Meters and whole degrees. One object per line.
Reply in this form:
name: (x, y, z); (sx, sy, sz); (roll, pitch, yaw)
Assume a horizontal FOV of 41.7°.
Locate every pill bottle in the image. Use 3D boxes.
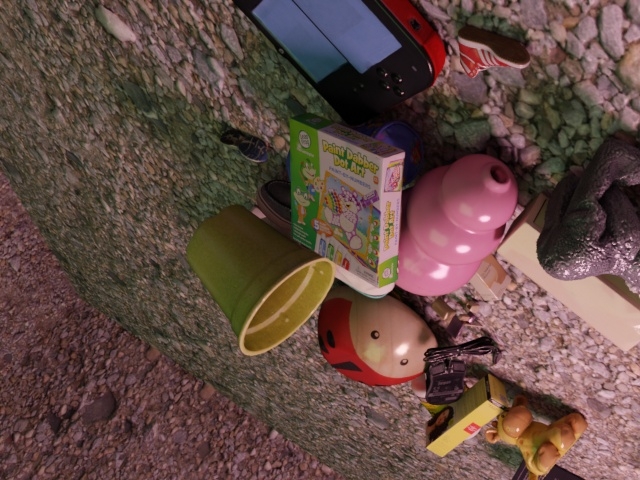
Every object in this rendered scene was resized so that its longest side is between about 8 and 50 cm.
pill bottle: (0.330, 0.413, 2.155); (0.117, 0.117, 0.215); (3, 137, 52)

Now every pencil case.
pencil case: (0.052, -0.147, 1.579); (0.119, 0.133, 0.306); (45, 154, -26)

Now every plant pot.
plant pot: (-0.150, 0.065, 1.844); (0.254, 0.276, 0.276); (43, 158, 22)

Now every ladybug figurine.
ladybug figurine: (0.119, 0.252, 2.089); (0.305, 0.162, 0.449); (41, 162, -5)

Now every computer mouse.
computer mouse: (0.327, 0.294, 1.963); (0.184, 0.060, 0.262); (-11, 142, 1)

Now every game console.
game console: (0.000, -0.366, 1.372); (0.386, 0.060, 0.342); (46, 154, -12)

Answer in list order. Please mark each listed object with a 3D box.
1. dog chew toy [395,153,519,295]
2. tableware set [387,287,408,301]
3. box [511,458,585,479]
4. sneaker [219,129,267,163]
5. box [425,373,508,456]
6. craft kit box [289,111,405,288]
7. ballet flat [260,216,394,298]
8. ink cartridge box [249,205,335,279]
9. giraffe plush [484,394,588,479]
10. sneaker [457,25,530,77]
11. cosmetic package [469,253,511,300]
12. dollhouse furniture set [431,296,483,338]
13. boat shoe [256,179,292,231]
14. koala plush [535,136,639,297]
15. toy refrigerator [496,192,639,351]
dog chew toy: (0.226, -0.035, 1.461); (0.206, 0.207, 0.332); (39, 148, 0)
tableware set: (0.180, 0.146, 2.032); (0.104, 0.024, 0.154); (12, 145, 53)
box: (0.598, 0.675, 2.183); (0.207, 0.153, 0.108); (25, 152, 31)
sneaker: (-0.163, -0.205, 1.895); (0.135, 0.052, 0.058); (32, 165, 33)
box: (0.350, 0.425, 2.037); (0.058, 0.087, 0.232); (34, 120, -18)
craft kit box: (0.041, -0.075, 1.481); (0.249, 0.060, 0.247); (29, 126, 43)
ballet flat: (0.000, 0.000, 1.938); (0.400, 0.139, 0.139); (23, 151, 23)
ink cartridge box: (-0.128, 0.065, 2.205); (0.283, 0.117, 0.207); (42, 156, -6)
giraffe plush: (0.487, 0.446, 1.949); (0.170, 0.181, 0.210); (42, 141, 23)
sneaker: (0.250, -0.261, 1.218); (0.118, 0.042, 0.067); (34, 152, 30)
cosmetic package: (0.317, 0.058, 1.644); (0.115, 0.060, 0.041); (47, 153, -20)
dollhouse furniture set: (0.314, 0.152, 1.870); (0.081, 0.091, 0.114); (8, -155, -38)
boat shoe: (0.005, -0.085, 1.798); (0.340, 0.127, 0.158); (28, 137, 24)
koala plush: (0.453, 0.004, 1.238); (0.221, 0.203, 0.196); (28, 156, -2)
toy refrigerator: (0.436, 0.048, 1.388); (0.269, 0.102, 0.094); (38, 134, 3)
